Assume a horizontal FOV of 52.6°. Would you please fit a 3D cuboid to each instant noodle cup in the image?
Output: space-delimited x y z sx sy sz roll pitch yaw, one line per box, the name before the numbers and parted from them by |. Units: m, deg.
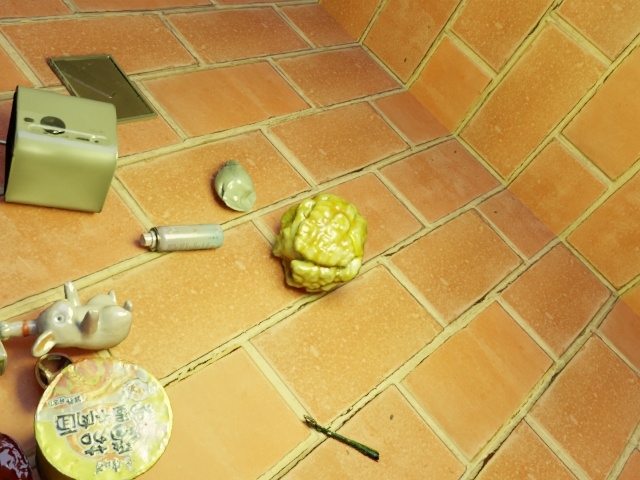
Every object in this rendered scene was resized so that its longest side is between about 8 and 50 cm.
instant noodle cup | -0.447 0.396 1.296 0.264 0.200 0.264 18 44 -18

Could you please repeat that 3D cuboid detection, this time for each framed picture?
framed picture | -0.708 -0.495 2.109 0.232 0.024 0.315 -21 66 -44

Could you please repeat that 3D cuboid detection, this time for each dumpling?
dumpling | -0.257 -0.179 2.045 0.152 0.108 0.219 18 46 -18

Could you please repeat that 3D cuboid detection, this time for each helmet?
helmet | -0.577 0.304 1.405 0.089 0.057 0.111 1 44 -37

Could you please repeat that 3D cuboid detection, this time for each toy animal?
toy animal | -0.560 0.177 1.450 0.282 0.138 0.140 9 13 -47

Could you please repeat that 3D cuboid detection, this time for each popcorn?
popcorn | 0.002 -0.007 1.937 0.274 0.279 0.336 12 55 2

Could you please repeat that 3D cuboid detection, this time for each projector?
projector | -0.685 -0.235 1.702 0.249 0.248 0.249 7 48 -29

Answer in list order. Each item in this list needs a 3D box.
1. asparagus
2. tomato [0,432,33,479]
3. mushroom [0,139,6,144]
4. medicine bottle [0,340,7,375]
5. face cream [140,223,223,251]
asparagus | 0.052 0.505 1.663 0.232 0.022 0.023 30 85 -9
tomato | -0.647 0.468 1.176 0.228 0.101 0.228 15 53 -20
mushroom | -0.886 -0.273 1.780 0.286 0.026 0.028 -1 68 -37
medicine bottle | -0.762 0.238 1.321 0.188 0.088 0.132 -16 60 -42
face cream | -0.389 -0.008 1.816 0.229 0.075 0.075 -4 54 -37
